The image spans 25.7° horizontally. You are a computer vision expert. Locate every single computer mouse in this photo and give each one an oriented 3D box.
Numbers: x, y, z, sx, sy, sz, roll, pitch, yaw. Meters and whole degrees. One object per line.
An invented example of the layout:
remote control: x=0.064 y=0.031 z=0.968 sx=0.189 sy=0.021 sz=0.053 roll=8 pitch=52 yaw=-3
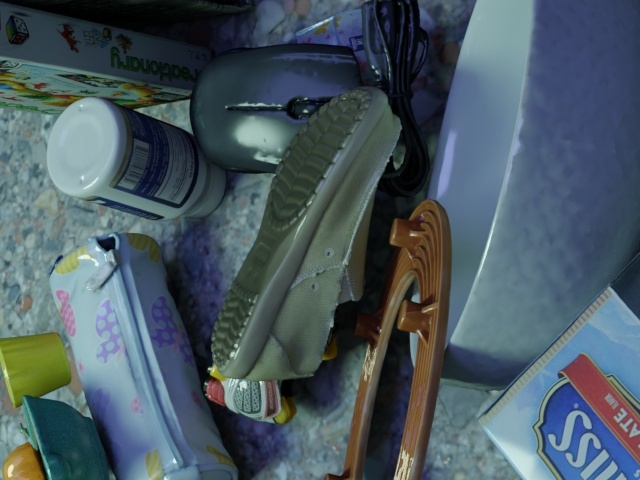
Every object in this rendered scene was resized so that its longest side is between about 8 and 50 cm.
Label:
computer mouse: x=-0.030 y=-0.126 z=1.247 sx=0.272 sy=0.072 sz=0.188 roll=-3 pitch=91 yaw=41

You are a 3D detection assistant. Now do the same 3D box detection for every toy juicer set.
toy juicer set: x=-0.235 y=0.235 z=1.271 sx=0.329 sy=0.089 sz=0.209 roll=-134 pitch=33 yaw=-59

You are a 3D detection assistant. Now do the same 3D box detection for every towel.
towel: x=-0.273 y=-0.238 z=1.362 sx=0.324 sy=0.312 sz=0.056 roll=-1 pitch=93 yaw=35

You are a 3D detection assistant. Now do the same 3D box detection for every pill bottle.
pill bottle: x=-0.168 y=-0.070 z=1.327 sx=0.094 sy=0.169 sz=0.094 roll=-10 pitch=73 yaw=34

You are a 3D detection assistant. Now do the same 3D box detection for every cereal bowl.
cereal bowl: x=0.170 y=-0.049 z=1.022 sx=0.141 sy=0.339 sz=0.339 roll=11 pitch=85 yaw=-5

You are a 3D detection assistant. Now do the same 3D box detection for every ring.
ring: x=0.042 y=0.132 z=1.065 sx=0.032 sy=0.336 sz=0.337 roll=12 pitch=86 yaw=-5

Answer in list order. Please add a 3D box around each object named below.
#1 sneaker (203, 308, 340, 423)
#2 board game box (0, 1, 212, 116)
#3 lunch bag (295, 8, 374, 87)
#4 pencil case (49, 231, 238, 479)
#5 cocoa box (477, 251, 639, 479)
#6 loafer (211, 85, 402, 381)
sneaker: x=-0.013 y=0.060 z=1.251 sx=0.092 sy=0.088 sz=0.225 roll=28 pitch=92 yaw=10
board game box: x=-0.273 y=-0.167 z=1.341 sx=0.193 sy=0.305 sz=0.053 roll=-6 pitch=85 yaw=36
lunch bag: x=0.025 y=-0.170 z=1.282 sx=0.083 sy=0.053 sz=0.071 roll=-17 pitch=76 yaw=29
pencil case: x=-0.166 y=0.125 z=1.313 sx=0.124 sy=0.113 sz=0.273 roll=-56 pitch=48 yaw=50
cocoa box: x=0.317 y=0.171 z=0.874 sx=0.228 sy=0.231 sz=0.347 roll=-48 pitch=57 yaw=17
loafer: x=0.000 y=0.000 z=1.164 sx=0.268 sy=0.092 sz=0.102 roll=-62 pitch=27 yaw=9
